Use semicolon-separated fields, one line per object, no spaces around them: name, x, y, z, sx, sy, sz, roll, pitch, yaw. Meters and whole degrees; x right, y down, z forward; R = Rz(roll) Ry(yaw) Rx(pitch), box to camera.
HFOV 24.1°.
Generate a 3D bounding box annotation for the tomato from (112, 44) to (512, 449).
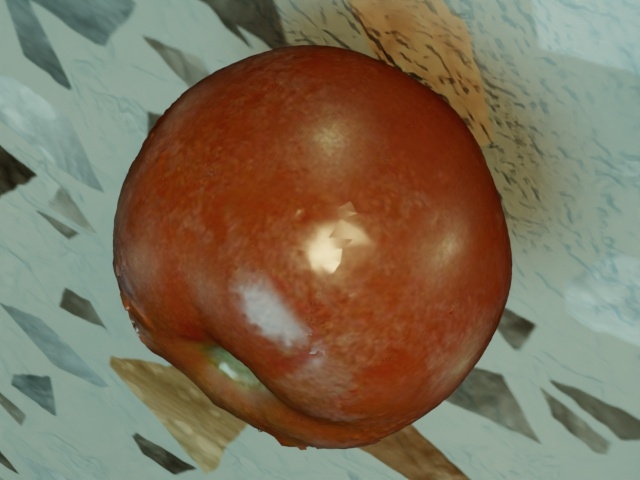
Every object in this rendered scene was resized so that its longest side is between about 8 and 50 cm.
tomato;0.000;0.000;0.786;0.208;0.184;0.208;28;156;14
